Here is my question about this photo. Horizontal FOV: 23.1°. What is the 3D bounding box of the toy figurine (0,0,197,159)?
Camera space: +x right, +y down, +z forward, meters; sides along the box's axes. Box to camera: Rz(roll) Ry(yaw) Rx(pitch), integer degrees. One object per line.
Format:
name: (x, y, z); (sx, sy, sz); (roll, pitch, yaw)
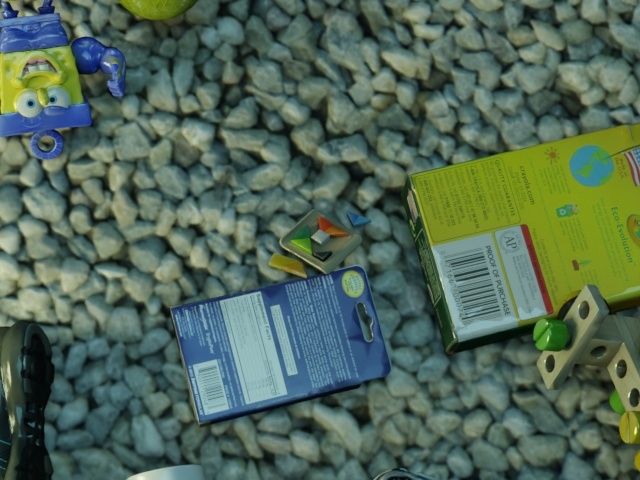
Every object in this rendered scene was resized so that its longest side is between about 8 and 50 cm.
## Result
toy figurine: (-0.300, -0.206, 1.795); (0.362, 0.191, 0.217); (-9, 105, -15)

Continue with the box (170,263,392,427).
box: (-0.044, 0.116, 1.749); (0.225, 0.036, 0.136); (-13, 76, -9)

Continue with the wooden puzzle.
wooden puzzle: (0.000, 0.000, 1.780); (0.078, 0.014, 0.116); (27, 55, 20)

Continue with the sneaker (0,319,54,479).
sneaker: (-0.347, 0.221, 1.678); (0.106, 0.101, 0.267); (-5, 72, 14)

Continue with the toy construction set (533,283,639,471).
toy construction set: (0.362, 0.137, 1.622); (0.237, 0.309, 0.257); (16, 63, -21)

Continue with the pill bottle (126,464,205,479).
pill bottle: (-0.148, 0.335, 1.640); (0.112, 0.112, 0.187); (-9, 75, -7)

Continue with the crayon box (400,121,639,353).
crayon box: (0.272, -0.007, 1.789); (0.318, 0.081, 0.202); (-13, 76, -8)

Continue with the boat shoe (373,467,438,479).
boat shoe: (0.180, 0.343, 1.670); (0.301, 0.102, 0.108); (38, 75, 6)
